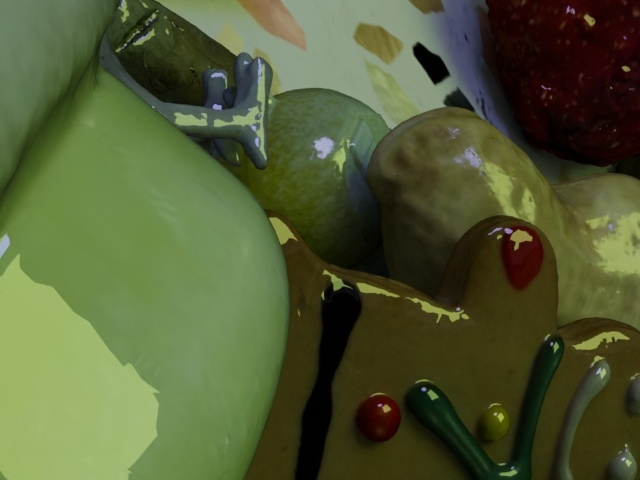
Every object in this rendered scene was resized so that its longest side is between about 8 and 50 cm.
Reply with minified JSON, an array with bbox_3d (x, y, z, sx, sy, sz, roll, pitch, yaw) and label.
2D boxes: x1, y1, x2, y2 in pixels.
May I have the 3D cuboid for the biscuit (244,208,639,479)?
[{"bbox_3d":[0.061,0.083,0.779,0.301,0.197,0.049,10,10,-28],"label":"biscuit"}]

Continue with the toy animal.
[{"bbox_3d":[-0.118,-0.057,0.793,0.206,0.081,0.367,-10,67,-35],"label":"toy animal"}]

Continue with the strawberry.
[{"bbox_3d":[0.245,-0.169,1.323,0.274,0.220,0.274,26,3,-1],"label":"strawberry"}]

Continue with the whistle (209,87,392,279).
[{"bbox_3d":[0.000,0.000,0.923,0.123,0.123,0.223,-77,147,-51],"label":"whistle"}]

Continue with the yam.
[{"bbox_3d":[-0.089,-0.104,0.921,0.132,0.054,0.054,30,39,-39],"label":"yam"}]

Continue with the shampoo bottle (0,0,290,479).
[{"bbox_3d":[-0.193,0.012,0.396,0.317,0.322,0.322,40,33,-10],"label":"shampoo bottle"}]

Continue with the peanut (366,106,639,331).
[{"bbox_3d":[0.125,0.016,0.886,0.253,0.137,0.122,22,1,-30],"label":"peanut"}]

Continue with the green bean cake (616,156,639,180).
[{"bbox_3d":[0.389,-0.072,1.392,0.124,0.236,0.233,50,28,-18],"label":"green bean cake"}]
